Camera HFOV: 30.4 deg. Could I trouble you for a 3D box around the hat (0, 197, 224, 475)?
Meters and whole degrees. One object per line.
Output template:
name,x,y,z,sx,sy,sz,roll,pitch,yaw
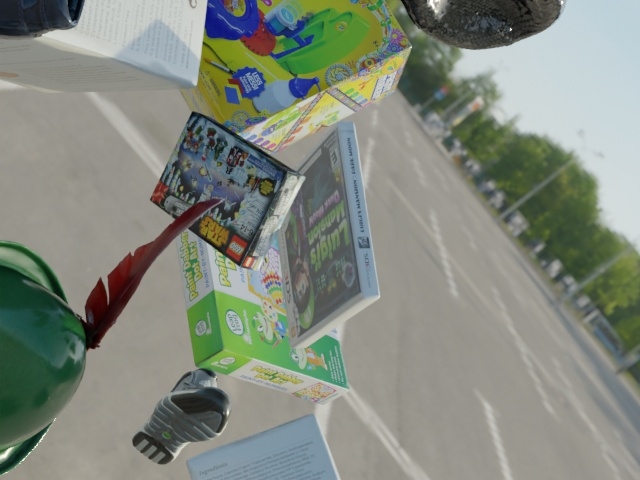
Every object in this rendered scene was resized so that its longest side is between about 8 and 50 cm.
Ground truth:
hat,-0.172,0.089,0.810,0.173,0.183,0.208,-40,130,-48

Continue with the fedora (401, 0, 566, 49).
fedora,0.159,-0.300,1.195,0.334,0.334,0.152,38,44,-58

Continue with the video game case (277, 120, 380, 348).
video game case,0.000,0.000,1.149,0.190,0.022,0.173,139,-53,-61

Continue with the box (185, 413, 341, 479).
box,-0.033,0.190,0.861,0.101,0.102,0.087,81,-11,-71

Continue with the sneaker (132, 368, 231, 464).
sneaker,-0.170,0.212,1.598,0.086,0.229,0.132,42,50,-10

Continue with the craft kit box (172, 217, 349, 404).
craft kit box,-0.078,0.068,1.516,0.247,0.061,0.250,21,46,-45

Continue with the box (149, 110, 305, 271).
box,-0.085,-0.045,1.040,0.137,0.094,0.027,33,11,37

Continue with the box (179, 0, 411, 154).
box,-0.074,-0.294,1.620,0.290,0.279,0.177,60,-11,10

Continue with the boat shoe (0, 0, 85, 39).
boat shoe,-0.140,-0.217,0.749,0.089,0.258,0.109,11,-27,14

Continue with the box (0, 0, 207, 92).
box,-0.286,-0.242,0.991,0.215,0.168,0.345,4,-4,37
